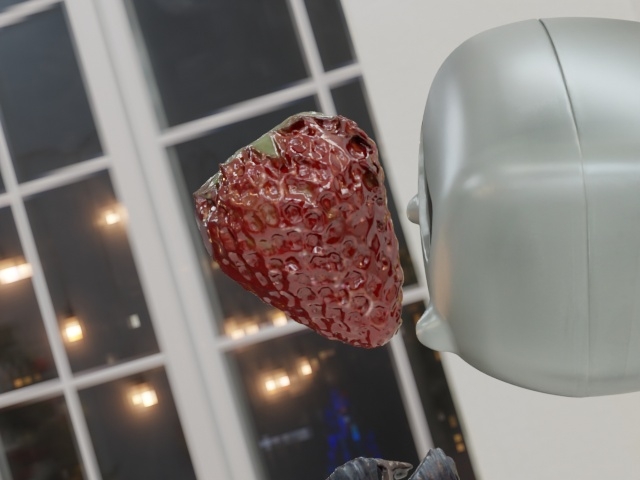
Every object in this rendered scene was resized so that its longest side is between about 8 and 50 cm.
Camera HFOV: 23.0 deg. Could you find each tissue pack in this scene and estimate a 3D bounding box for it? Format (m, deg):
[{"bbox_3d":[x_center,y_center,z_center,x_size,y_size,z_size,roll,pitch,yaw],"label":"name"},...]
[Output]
[{"bbox_3d":[0.184,-0.035,1.214,0.236,0.229,0.333,-3,27,2],"label":"tissue pack"}]

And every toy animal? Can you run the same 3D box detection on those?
[{"bbox_3d":[0.080,0.346,1.839,0.218,0.179,0.116,-32,-21,5],"label":"toy animal"}]

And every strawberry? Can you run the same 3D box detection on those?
[{"bbox_3d":[0.000,0.000,1.593,0.205,0.244,0.205,-36,4,3],"label":"strawberry"}]
